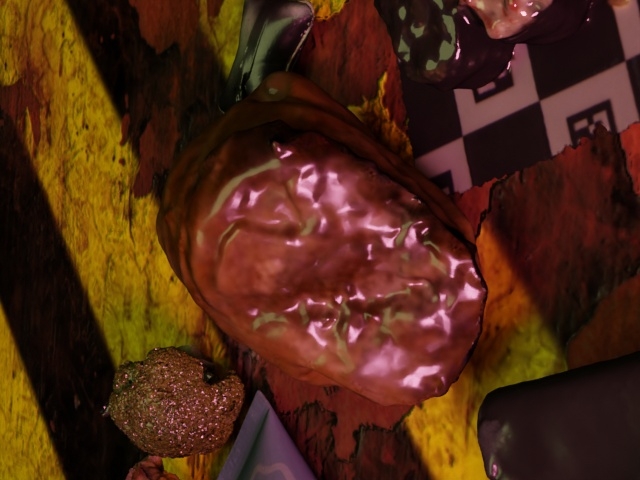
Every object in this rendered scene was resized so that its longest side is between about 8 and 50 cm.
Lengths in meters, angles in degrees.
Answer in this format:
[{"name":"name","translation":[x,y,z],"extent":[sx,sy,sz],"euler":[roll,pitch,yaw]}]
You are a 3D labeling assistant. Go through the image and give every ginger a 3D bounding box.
[{"name":"ginger","translation":[-0.002,0.003,1.112],"extent":[0.200,0.269,0.223],"euler":[-52,12,14]}]

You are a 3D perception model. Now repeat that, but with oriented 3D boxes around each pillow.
[{"name":"pillow","translation":[-0.051,-0.167,1.270],"extent":[0.091,0.055,0.136],"euler":[-133,56,-61]}]

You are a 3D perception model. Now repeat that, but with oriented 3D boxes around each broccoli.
[{"name":"broccoli","translation":[-0.142,0.156,1.340],"extent":[0.120,0.130,0.131],"euler":[-74,8,-48]}]

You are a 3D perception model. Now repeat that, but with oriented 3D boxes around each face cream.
[{"name":"face cream","translation":[0.007,0.304,1.186],"extent":[0.385,0.086,0.136],"euler":[50,126,42]}]

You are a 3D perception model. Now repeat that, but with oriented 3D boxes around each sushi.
[{"name":"sushi","translation":[0.143,-0.212,1.004],"extent":[0.373,0.100,0.296],"euler":[-19,76,48]}]

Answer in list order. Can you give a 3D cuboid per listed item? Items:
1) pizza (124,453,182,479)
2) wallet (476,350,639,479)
[{"name":"pizza","translation":[-0.122,0.354,1.330],"extent":[0.161,0.085,0.306],"euler":[-29,72,51]},{"name":"wallet","translation":[0.281,0.164,0.851],"extent":[0.406,0.062,0.228],"euler":[-24,84,46]}]
